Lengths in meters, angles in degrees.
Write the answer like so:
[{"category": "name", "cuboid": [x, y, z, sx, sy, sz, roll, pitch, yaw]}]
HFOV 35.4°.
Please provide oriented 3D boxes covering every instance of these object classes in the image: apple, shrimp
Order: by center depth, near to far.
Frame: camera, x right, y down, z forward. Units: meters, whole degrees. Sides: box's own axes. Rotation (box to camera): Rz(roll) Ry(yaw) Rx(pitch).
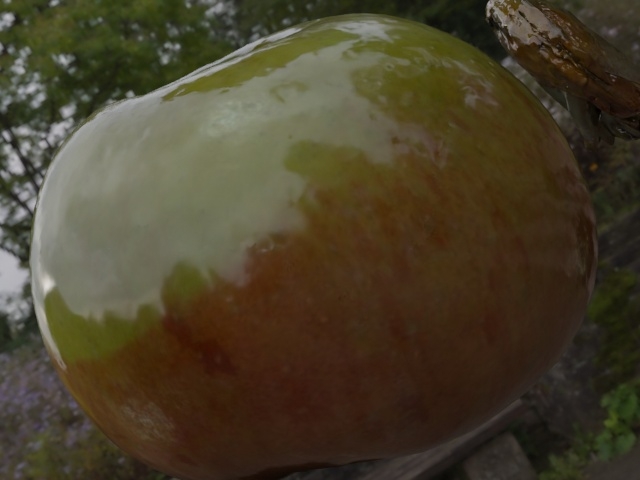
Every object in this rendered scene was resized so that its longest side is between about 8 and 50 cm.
[{"category": "apple", "cuboid": [0.000, 0.000, 0.469, 0.261, 0.193, 0.261, -21, 11, 4]}, {"category": "shrimp", "cuboid": [0.206, -0.089, 0.703, 0.066, 0.262, 0.117, -46, 36, 27]}]
